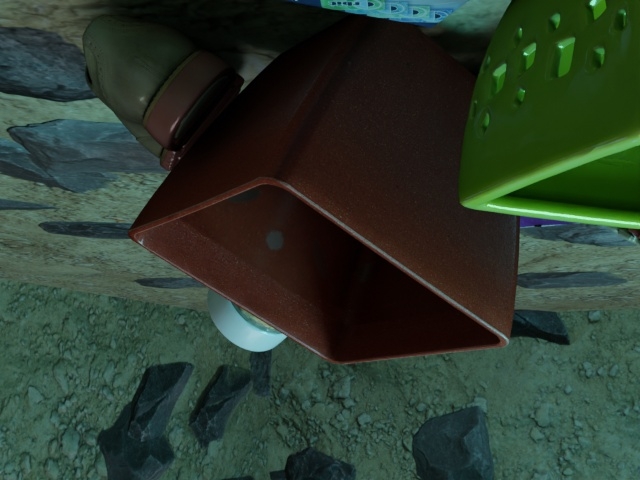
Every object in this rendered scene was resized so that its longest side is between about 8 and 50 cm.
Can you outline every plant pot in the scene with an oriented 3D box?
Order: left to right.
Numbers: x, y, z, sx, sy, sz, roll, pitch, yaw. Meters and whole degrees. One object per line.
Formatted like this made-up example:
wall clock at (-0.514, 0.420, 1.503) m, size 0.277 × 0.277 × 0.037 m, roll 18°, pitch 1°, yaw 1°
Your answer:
plant pot at (0.028, -0.057, 0.971) m, size 0.267 × 0.235 × 0.267 m, roll 34°, pitch 153°, yaw -25°
plant pot at (0.245, -0.131, 0.739) m, size 0.227 × 0.207 × 0.228 m, roll 6°, pitch 170°, yaw -21°

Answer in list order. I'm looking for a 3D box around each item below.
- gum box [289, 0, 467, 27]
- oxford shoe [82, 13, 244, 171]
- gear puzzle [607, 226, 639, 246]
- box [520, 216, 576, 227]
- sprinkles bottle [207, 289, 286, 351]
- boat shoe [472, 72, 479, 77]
gum box at (0.054, -0.216, 0.764) m, size 0.157 × 0.041 × 0.184 m, roll 5°, pitch 169°, yaw -20°
oxford shoe at (-0.159, -0.158, 1.042) m, size 0.130 × 0.123 × 0.348 m, roll 38°, pitch 173°, yaw -4°
gear puzzle at (0.470, -0.013, 1.462) m, size 0.176 × 0.044 × 0.339 m, roll 16°, pitch -164°, yaw -33°
box at (0.305, -0.077, 1.040) m, size 0.293 × 0.057 × 0.201 m, roll -19°, pitch -172°, yaw -32°
sprinkles bottle at (0.000, 0.000, 1.284) m, size 0.121 × 0.121 × 0.355 m, roll 10°, pitch 139°, yaw -39°
boat shoe at (0.200, -0.101, 1.195) m, size 0.105 × 0.110 × 0.307 m, roll 0°, pitch 170°, yaw 17°
